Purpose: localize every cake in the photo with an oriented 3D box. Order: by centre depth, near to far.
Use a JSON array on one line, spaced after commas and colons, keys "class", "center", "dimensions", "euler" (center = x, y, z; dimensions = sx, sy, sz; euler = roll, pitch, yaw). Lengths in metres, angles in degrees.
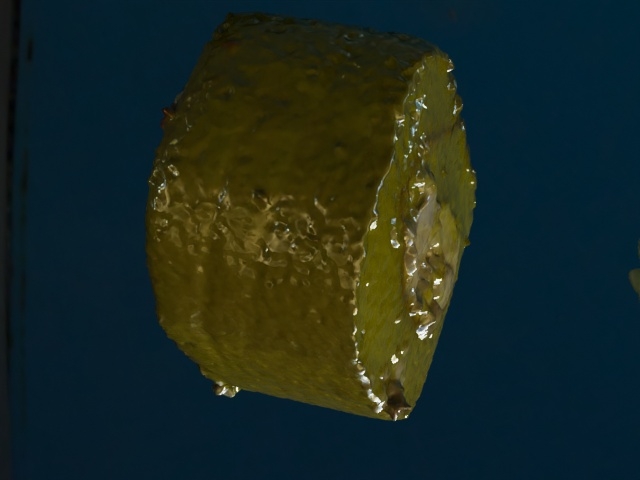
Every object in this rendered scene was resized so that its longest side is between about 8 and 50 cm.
[{"class": "cake", "center": [0.000, 0.000, 0.896], "dimensions": [0.156, 0.179, 0.260], "euler": [14, -22, 20]}]

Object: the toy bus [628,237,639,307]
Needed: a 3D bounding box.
[{"class": "toy bus", "center": [0.291, 0.079, 1.009], "dimensions": [0.134, 0.276, 0.165], "euler": [21, -40, -33]}]
